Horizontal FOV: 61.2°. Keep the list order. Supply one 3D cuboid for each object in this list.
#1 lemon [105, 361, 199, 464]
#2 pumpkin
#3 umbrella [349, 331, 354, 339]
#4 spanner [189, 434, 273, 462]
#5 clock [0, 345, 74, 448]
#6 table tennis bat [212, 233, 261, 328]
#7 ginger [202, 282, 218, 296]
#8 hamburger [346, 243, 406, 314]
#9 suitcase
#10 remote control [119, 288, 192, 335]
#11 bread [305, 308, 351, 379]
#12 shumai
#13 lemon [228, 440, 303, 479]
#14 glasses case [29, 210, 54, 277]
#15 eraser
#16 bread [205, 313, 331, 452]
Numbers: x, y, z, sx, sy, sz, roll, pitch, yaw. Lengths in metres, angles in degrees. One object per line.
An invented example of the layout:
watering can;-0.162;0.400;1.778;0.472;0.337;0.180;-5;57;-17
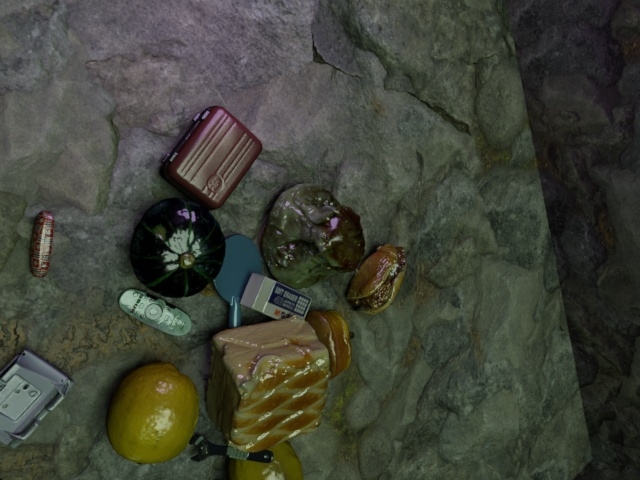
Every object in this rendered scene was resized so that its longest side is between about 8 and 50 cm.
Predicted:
lemon;-0.517;0.538;1.687;0.297;0.297;0.297;-4;98;-32
pumpkin;-0.442;0.029;1.692;0.315;0.238;0.315;-7;103;-30
umbrella;0.113;0.387;2.226;0.083;0.020;0.031;19;85;-28
spanner;-0.309;0.728;1.850;0.024;0.316;0.087;54;41;-64
clock;-0.871;0.458;1.564;0.253;0.083;0.186;-51;118;-17
table tennis bat;-0.294;0.142;1.894;0.215;0.044;0.329;4;87;-48
ginger;-0.370;0.170;1.877;0.137;0.044;0.057;14;57;-39
hamburger;0.235;0.168;2.194;0.282;0.245;0.155;-31;127;22
suitcase;-0.354;-0.265;1.762;0.236;0.161;0.297;41;73;-29
remote control;-0.538;0.236;1.776;0.256;0.045;0.097;36;75;-27
bread;0.016;0.393;2.062;0.143;0.195;0.269;-9;97;-38
shumai;0.000;0.000;1.928;0.324;0.323;0.397;6;94;-35
lemon;-0.199;0.837;1.935;0.285;0.285;0.316;-23;64;-29
glasses case;-0.805;0.011;1.558;0.049;0.073;0.194;6;92;-39
eraser;-0.155;0.218;1.958;0.279;0.081;0.124;32;77;-47
bread;-0.175;0.487;1.854;0.390;0.279;0.371;-7;120;-34
